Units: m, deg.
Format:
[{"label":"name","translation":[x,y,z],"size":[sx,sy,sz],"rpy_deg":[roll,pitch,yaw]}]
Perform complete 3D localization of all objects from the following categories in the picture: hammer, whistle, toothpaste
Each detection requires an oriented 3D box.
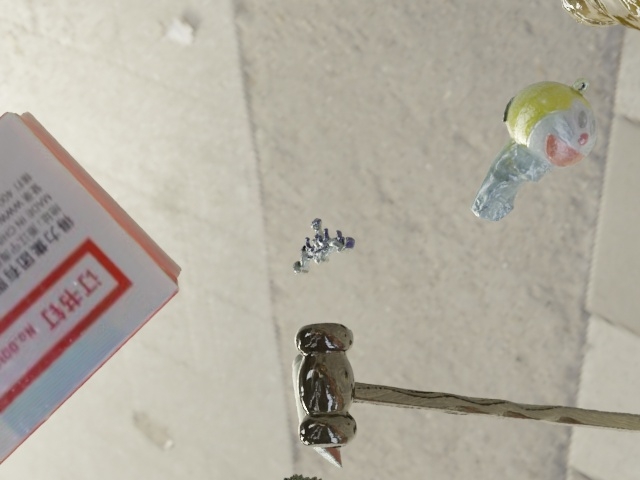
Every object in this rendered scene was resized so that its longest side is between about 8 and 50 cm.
[{"label":"hammer","translation":[0.096,0.089,0.749],"size":[0.292,0.058,0.029],"rpy_deg":[12,163,-43]},{"label":"whistle","translation":[0.278,-0.113,1.767],"size":[0.123,0.223,0.123],"rpy_deg":[34,-170,-7]},{"label":"toothpaste","translation":[-0.007,0.186,1.553],"size":[0.062,0.039,0.239],"rpy_deg":[47,-171,-16]}]

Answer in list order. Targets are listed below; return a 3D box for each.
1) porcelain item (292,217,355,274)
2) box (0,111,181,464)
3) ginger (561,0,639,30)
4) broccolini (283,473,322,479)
[{"label":"porcelain item","translation":[0.000,0.000,2.139],"size":[0.136,0.021,0.075],"rpy_deg":[-27,66,45]},{"label":"box","translation":[-0.183,0.051,0.651],"size":[0.123,0.229,0.050],"rpy_deg":[47,165,-9]},{"label":"ginger","translation":[0.265,-0.216,1.066],"size":[0.116,0.109,0.263],"rpy_deg":[39,176,-9]},{"label":"broccolini","translation":[-0.023,0.236,0.705],"size":[0.054,0.051,0.239],"rpy_deg":[11,94,18]}]
